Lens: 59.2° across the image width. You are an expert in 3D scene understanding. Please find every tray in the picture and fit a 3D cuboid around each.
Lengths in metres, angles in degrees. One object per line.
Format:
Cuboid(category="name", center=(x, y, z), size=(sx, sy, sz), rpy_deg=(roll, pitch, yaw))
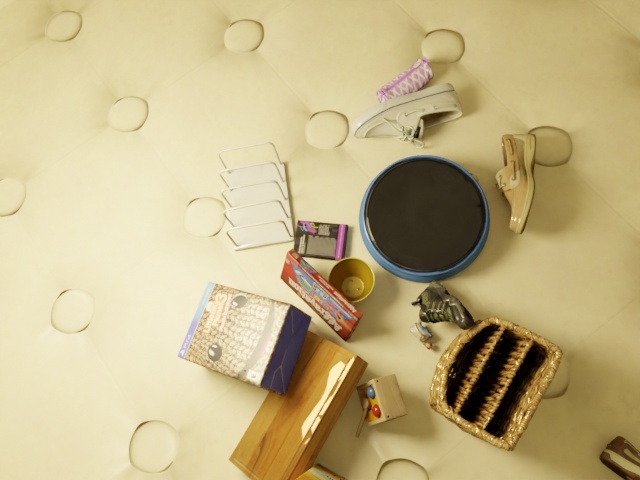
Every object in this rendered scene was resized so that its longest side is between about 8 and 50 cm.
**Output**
Cuboid(category="tray", center=(-0.061, 0.463, 1.525), size=(0.203, 0.076, 0.410), rpy_deg=(19, 73, 43))

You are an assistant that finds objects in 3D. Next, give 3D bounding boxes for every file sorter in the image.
Cuboid(category="file sorter", center=(-0.203, -0.136, 1.738), size=(0.193, 0.173, 0.277), rpy_deg=(-10, 71, 3))

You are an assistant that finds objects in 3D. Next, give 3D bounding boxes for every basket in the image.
Cuboid(category="basket", center=(0.434, 0.349, 1.458), size=(0.214, 0.223, 0.299), rpy_deg=(35, 79, 0))

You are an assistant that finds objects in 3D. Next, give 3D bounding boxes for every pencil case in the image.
Cuboid(category="pencil case", center=(0.280, -0.516, 1.859), size=(0.206, 0.088, 0.086), rpy_deg=(-41, 70, -7))

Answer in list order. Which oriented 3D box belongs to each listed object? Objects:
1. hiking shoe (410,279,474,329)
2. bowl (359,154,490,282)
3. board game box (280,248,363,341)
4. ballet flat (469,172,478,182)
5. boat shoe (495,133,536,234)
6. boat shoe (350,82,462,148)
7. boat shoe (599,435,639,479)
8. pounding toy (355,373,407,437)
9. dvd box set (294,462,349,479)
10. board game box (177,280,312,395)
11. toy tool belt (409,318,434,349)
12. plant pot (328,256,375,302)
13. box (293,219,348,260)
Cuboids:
Cuboid(category="hiking shoe", center=(0.338, 0.203, 1.570), size=(0.114, 0.227, 0.086), rpy_deg=(-42, 114, 2))
Cuboid(category="bowl", center=(0.309, -0.071, 1.683), size=(0.392, 0.077, 0.390), rpy_deg=(-1, 80, 7))
Cuboid(category="board game box", center=(-0.004, 0.159, 1.633), size=(0.281, 0.145, 0.027), rpy_deg=(42, 57, 17))
Cuboid(category="ballet flat", center=(0.405, -0.201, 1.758), size=(0.173, 0.049, 0.057), rpy_deg=(13, 72, 10))
Cuboid(category="boat shoe", center=(0.582, -0.173, 1.701), size=(0.110, 0.121, 0.340), rpy_deg=(7, 62, 13))
Cuboid(category="boat shoe", center=(0.286, -0.367, 1.795), size=(0.368, 0.136, 0.156), rpy_deg=(-20, 73, -11))
Cuboid(category="boat shoe", center=(0.848, 0.596, 1.420), size=(0.258, 0.095, 0.095), rpy_deg=(37, 73, 16))
Cuboid(category="pounding toy", center=(0.149, 0.450, 1.531), size=(0.100, 0.141, 0.130), rpy_deg=(-6, 68, -26))
Cuboid(category="dvd box set", center=(0.084, 0.642, 1.312), size=(0.308, 0.420, 0.062), rpy_deg=(28, 79, 15))
Cuboid(category="board game box", center=(-0.209, 0.269, 1.573), size=(0.291, 0.141, 0.231), rpy_deg=(11, 72, 29))
Cuboid(category="toy tool belt", center=(0.298, 0.266, 1.612), size=(0.051, 0.052, 0.083), rpy_deg=(-45, 73, 0))
Cuboid(category="plant pot", center=(0.093, 0.127, 1.657), size=(0.135, 0.095, 0.134), rpy_deg=(-2, 71, 6))
Cuboid(category="box", center=(0.000, 0.000, 1.746), size=(0.162, 0.029, 0.115), rpy_deg=(6, 71, 7))
